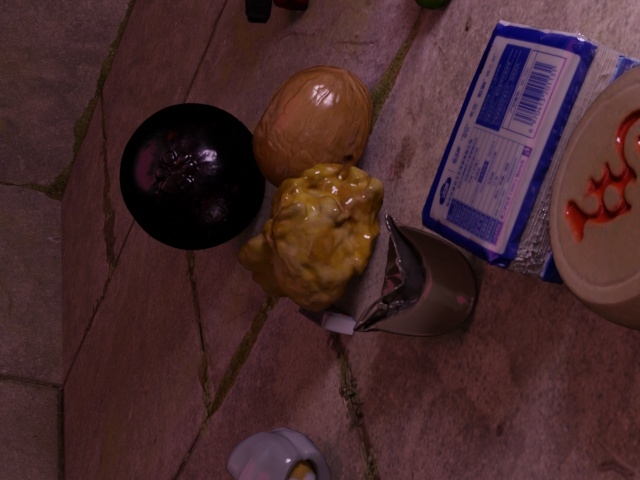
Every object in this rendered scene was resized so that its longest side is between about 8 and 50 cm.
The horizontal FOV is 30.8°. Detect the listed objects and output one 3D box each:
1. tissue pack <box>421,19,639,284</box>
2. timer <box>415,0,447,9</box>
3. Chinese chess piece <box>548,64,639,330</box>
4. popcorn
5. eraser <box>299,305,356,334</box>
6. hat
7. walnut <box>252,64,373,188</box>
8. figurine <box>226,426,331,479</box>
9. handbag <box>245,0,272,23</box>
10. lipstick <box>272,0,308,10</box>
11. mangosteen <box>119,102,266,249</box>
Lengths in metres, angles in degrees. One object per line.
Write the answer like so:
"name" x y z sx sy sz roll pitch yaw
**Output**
"tissue pack" 0.243 -0.102 1.334 0.269 0.137 0.209 -70 22 6
"timer" 0.179 -0.424 1.770 0.128 0.047 0.140 -62 27 27
"Chinese chess piece" 0.332 -0.043 1.127 0.273 0.102 0.273 -167 90 -68
"popcorn" -0.004 0.002 1.787 0.190 0.191 0.253 54 137 28
"eraser" 0.010 0.120 1.845 0.122 0.052 0.029 -154 78 -67
"hat" 0.144 0.065 1.577 0.173 0.144 0.166 17 92 24
"walnut" -0.008 -0.178 1.894 0.225 0.193 0.193 -57 28 16
"figurine" -0.085 0.398 1.765 0.133 0.176 0.236 31 113 37
"handbag" -0.114 -0.593 2.360 0.223 0.080 0.246 97 -175 -48
"lipstick" -0.037 -0.601 2.341 0.073 0.073 0.279 -11 67 65
"mangosteen" -0.259 -0.126 2.313 0.313 0.297 0.296 -175 98 -71
